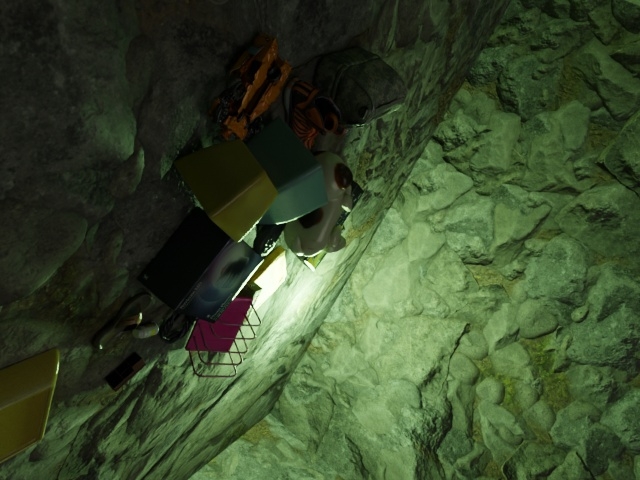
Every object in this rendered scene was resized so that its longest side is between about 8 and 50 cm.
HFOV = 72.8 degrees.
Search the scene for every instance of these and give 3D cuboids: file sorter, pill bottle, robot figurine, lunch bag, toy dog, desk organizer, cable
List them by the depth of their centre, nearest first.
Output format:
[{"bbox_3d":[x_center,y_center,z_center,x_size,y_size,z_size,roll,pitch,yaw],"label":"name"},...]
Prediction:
[{"bbox_3d":[-0.198,-0.405,1.197,0.291,0.085,0.211,-56,161,-2],"label":"robot figurine"},{"bbox_3d":[-0.593,0.307,1.471,0.043,0.043,0.083,-60,160,12],"label":"pill bottle"},{"bbox_3d":[-0.677,0.453,1.505,0.130,0.047,0.050,-44,156,-31],"label":"desk organizer"},{"bbox_3d":[0.145,-0.532,1.554,0.305,0.256,0.213,-36,152,-44],"label":"lunch bag"},{"bbox_3d":[-0.540,0.313,1.625,0.150,0.047,0.184,-42,160,-21],"label":"cable"},{"bbox_3d":[-0.021,-0.167,1.764,0.395,0.284,0.408,-30,142,-55],"label":"toy dog"},{"bbox_3d":[-0.393,0.394,1.772,0.202,0.182,0.291,12,115,-36],"label":"file sorter"}]

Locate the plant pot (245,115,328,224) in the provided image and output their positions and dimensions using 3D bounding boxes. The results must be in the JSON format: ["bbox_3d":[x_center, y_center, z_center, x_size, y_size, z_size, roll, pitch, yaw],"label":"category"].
[{"bbox_3d":[-0.153,-0.195,1.430,0.252,0.247,0.248,-35,157,-9],"label":"plant pot"}]

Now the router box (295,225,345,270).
[{"bbox_3d":[0.000,0.000,2.346,0.309,0.081,0.243,-53,161,-7],"label":"router box"}]

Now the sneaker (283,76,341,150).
[{"bbox_3d":[-0.026,-0.389,1.489,0.125,0.180,0.321,-50,160,-17],"label":"sneaker"}]

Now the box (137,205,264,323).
[{"bbox_3d":[-0.378,0.094,1.436,0.296,0.182,0.294,-54,160,-8],"label":"box"}]

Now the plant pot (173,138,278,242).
[{"bbox_3d":[-0.244,-0.155,1.223,0.187,0.212,0.212,-35,159,-3],"label":"plant pot"}]

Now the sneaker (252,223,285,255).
[{"bbox_3d":[-0.203,-0.060,1.554,0.319,0.131,0.112,-66,173,-57],"label":"sneaker"}]

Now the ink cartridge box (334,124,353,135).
[{"bbox_3d":[0.081,-0.468,1.802,0.115,0.062,0.029,-30,150,-52],"label":"ink cartridge box"}]

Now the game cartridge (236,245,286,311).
[{"bbox_3d":[-0.281,0.210,2.057,0.323,0.052,0.285,-44,158,-26],"label":"game cartridge"}]

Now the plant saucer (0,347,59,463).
[{"bbox_3d":[-0.837,0.478,1.110,0.332,0.081,0.333,-20,140,-59],"label":"plant saucer"}]

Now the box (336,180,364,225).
[{"bbox_3d":[0.059,-0.178,2.066,0.270,0.165,0.143,-56,161,2],"label":"box"}]

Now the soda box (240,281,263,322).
[{"bbox_3d":[-0.321,0.274,1.904,0.061,0.058,0.181,-16,137,-62],"label":"soda box"}]

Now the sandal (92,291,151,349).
[{"bbox_3d":[-0.601,0.254,1.340,0.219,0.060,0.090,-48,160,-21],"label":"sandal"}]
